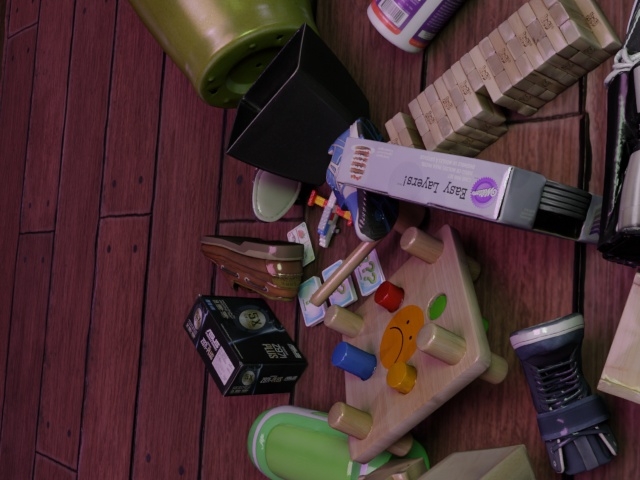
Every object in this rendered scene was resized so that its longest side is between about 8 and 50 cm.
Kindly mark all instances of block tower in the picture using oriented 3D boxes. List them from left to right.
[{"bbox_3d":[0.230,-0.202,1.019,0.335,0.097,0.090,-37,59,36],"label":"block tower"}]

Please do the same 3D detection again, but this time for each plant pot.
[{"bbox_3d":[-0.173,-0.443,1.334,0.366,0.367,0.352,-38,70,38],"label":"plant pot"},{"bbox_3d":[-0.024,-0.200,1.206,0.188,0.167,0.187,-43,24,29],"label":"plant pot"}]

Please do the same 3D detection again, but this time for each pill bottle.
[{"bbox_3d":[0.167,-0.383,1.103,0.193,0.108,0.108,-47,53,31],"label":"pill bottle"}]

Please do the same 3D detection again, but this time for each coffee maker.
[{"bbox_3d":[0.327,-0.074,0.739,0.171,0.120,0.178,155,125,-73],"label":"coffee maker"}]

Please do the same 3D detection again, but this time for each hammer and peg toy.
[{"bbox_3d":[0.113,0.107,1.057,0.266,0.127,0.361,-48,26,30],"label":"hammer and peg toy"}]

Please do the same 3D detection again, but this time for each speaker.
[{"bbox_3d":[0.020,0.333,1.146,0.297,0.131,0.131,-1,84,47],"label":"speaker"}]

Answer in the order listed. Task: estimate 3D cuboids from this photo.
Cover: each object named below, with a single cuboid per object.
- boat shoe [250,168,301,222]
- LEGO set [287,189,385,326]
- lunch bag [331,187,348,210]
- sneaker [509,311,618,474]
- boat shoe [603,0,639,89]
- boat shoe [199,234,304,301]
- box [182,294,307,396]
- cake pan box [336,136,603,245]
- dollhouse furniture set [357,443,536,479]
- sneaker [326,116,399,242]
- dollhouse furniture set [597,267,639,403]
[{"bbox_3d":[-0.076,-0.122,1.317,0.069,0.081,0.227,-35,34,56],"label":"boat shoe"},{"bbox_3d":[0.000,0.000,1.267,0.182,0.060,0.244,-33,61,35],"label":"LEGO set"},{"bbox_3d":[0.062,-0.089,1.180,0.067,0.099,0.065,-53,46,42],"label":"lunch bag"},{"bbox_3d":[0.278,0.175,0.839,0.086,0.226,0.163,-19,68,11],"label":"sneaker"},{"bbox_3d":[0.377,-0.172,0.847,0.113,0.105,0.306,11,93,47],"label":"boat shoe"},{"bbox_3d":[-0.140,0.047,1.359,0.307,0.111,0.104,9,99,59],"label":"boat shoe"},{"bbox_3d":[-0.135,0.183,1.317,0.180,0.147,0.077,51,120,40],"label":"box"},{"bbox_3d":[0.194,-0.059,0.925,0.267,0.246,0.070,19,99,48],"label":"cake pan box"},{"bbox_3d":[0.190,0.436,0.839,0.303,0.174,0.355,-20,85,41],"label":"dollhouse furniture set"},{"bbox_3d":[0.057,-0.079,1.083,0.081,0.080,0.211,-30,44,31],"label":"sneaker"},{"bbox_3d":[0.407,0.119,0.783,0.184,0.129,0.129,18,98,22],"label":"dollhouse furniture set"}]
